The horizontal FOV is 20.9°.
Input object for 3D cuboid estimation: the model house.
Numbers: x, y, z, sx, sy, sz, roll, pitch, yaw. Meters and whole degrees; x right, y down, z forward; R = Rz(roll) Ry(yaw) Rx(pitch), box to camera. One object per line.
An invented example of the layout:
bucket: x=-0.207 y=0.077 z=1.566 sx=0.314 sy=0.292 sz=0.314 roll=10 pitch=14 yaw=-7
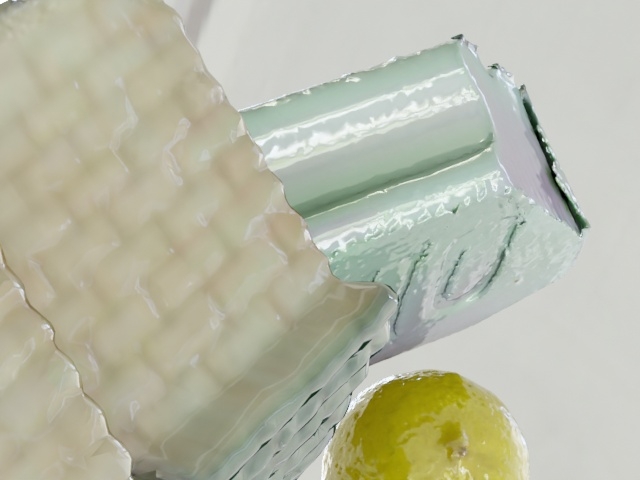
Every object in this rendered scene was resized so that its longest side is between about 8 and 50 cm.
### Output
model house: x=-0.198 y=0.134 z=0.905 sx=0.395 sy=0.400 sz=0.445 roll=-25 pitch=-165 yaw=44

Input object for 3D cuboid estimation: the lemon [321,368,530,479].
lemon: x=0.087 y=0.201 z=1.479 sx=0.203 sy=0.178 sz=0.178 roll=118 pitch=-30 yaw=-62

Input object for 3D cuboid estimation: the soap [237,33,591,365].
soap: x=0.000 y=0.000 z=1.386 sx=0.156 sy=0.446 sz=0.261 roll=61 pitch=-20 yaw=25
